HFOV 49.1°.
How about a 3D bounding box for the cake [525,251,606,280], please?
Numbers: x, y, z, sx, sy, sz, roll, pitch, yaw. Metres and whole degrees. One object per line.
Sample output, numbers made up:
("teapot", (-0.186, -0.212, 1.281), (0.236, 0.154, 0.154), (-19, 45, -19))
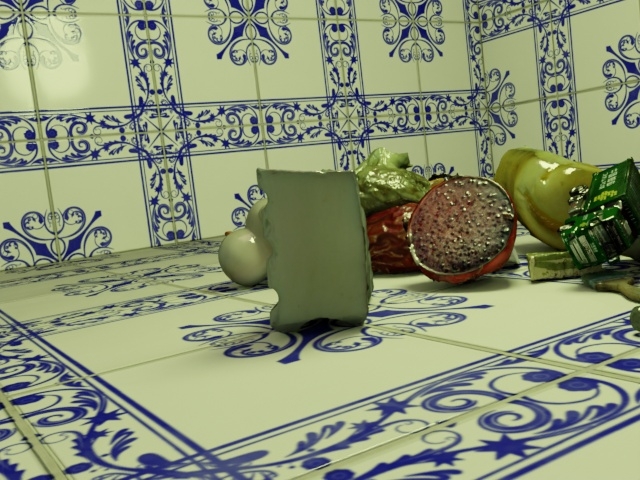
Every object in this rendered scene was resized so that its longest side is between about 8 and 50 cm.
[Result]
("cake", (0.438, 0.042, 1.263), (0.140, 0.051, 0.055), (-5, 4, -1))

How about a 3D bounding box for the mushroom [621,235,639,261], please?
("mushroom", (0.626, 0.004, 1.225), (0.159, 0.122, 0.329), (29, 1, -10))

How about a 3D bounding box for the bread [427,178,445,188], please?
("bread", (0.313, -0.069, 1.860), (0.199, 0.199, 0.104), (-9, 2, -27))

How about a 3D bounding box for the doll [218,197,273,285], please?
("doll", (-0.117, 0.023, 1.597), (0.251, 0.221, 0.221), (29, 24, 28))

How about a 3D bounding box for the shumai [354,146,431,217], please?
("shumai", (0.168, -0.134, 1.675), (0.256, 0.218, 0.189), (9, -35, -17))

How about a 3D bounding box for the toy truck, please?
("toy truck", (0.497, -0.047, 1.225), (0.121, 0.088, 0.259), (-26, 12, 35))

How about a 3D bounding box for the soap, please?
("soap", (0.000, 0.000, 1.157), (0.159, 0.257, 0.302), (-7, 5, 4))

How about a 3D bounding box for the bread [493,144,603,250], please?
("bread", (0.564, -0.078, 1.584), (0.301, 0.210, 0.341), (15, 11, -5))

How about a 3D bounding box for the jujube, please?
("jujube", (0.158, 0.002, 1.560), (0.230, 0.155, 0.155), (-15, 0, 35))

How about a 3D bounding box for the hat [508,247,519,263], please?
("hat", (0.321, -0.012, 1.470), (0.126, 0.203, 0.203), (-29, 1, 11))

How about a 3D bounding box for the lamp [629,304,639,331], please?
("lamp", (0.443, 0.070, 0.876), (0.163, 0.090, 0.091), (-29, 16, -28))

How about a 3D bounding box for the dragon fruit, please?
("dragon fruit", (0.284, -0.001, 1.341), (0.224, 0.218, 0.148), (23, -12, 41))

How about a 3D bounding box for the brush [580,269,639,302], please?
("brush", (0.465, 0.071, 1.086), (0.070, 0.021, 0.196), (-8, 6, 3))
